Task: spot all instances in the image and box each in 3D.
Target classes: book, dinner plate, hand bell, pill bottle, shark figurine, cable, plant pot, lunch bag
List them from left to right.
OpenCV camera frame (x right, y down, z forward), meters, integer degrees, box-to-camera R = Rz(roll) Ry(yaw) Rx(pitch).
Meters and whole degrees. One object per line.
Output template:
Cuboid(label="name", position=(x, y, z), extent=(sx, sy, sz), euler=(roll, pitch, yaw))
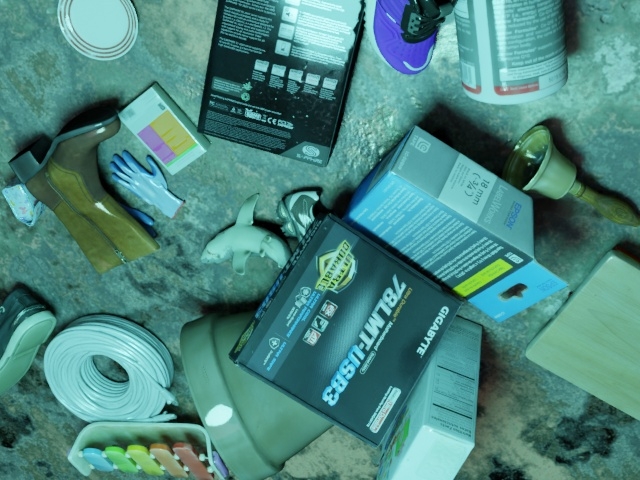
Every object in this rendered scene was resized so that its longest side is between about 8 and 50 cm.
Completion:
Cuboid(label="lunch bag", position=(-0.539, -0.077, 1.886), extent=(0.053, 0.071, 0.083), euler=(-13, 113, 16))
Cuboid(label="dinner plate", position=(-0.371, -0.371, 1.707), extent=(0.141, 0.017, 0.141), euler=(5, 121, 8))
Cuboid(label="cable", position=(-0.424, 0.263, 2.054), extent=(0.257, 0.089, 0.257), euler=(-15, 116, 22))
Cuboid(label="book", position=(-0.275, -0.193, 1.785), extent=(0.096, 0.035, 0.144), euler=(-31, 109, 29))
Cuboid(label="shark figurine", position=(-0.082, 0.032, 1.821), extent=(0.116, 0.278, 0.166), euler=(26, 96, -48))
Cuboid(label="plant pot", position=(-0.062, 0.242, 1.862), extent=(0.280, 0.323, 0.323), euler=(-25, 113, 7))
Cuboid(label="pill bottle", position=(0.274, -0.358, 1.492), extent=(0.161, 0.161, 0.283), euler=(-3, 119, 14))
Cuboid(label="hand bell", position=(0.430, -0.079, 1.673), extent=(0.242, 0.126, 0.126), euler=(26, 123, -17))

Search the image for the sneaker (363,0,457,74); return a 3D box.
Cuboid(label="sneaker", position=(0.141, -0.345, 1.486), extent=(0.102, 0.146, 0.293), euler=(-31, 138, -17))

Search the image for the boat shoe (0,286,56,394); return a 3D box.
Cuboid(label="boat shoe", position=(-0.655, 0.217, 2.066), extent=(0.113, 0.127, 0.340), euler=(52, 129, 14))

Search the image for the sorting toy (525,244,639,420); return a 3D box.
Cuboid(label="sorting toy", position=(0.536, 0.154, 1.782), extent=(0.257, 0.089, 0.255), euler=(29, 122, -6))

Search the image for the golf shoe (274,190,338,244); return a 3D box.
Cuboid(label="golf shoe", position=(0.000, 0.000, 1.814), extent=(0.094, 0.077, 0.198), euler=(-20, 115, 22))

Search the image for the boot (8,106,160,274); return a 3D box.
Cuboid(label="boot", position=(-0.385, -0.079, 1.814), extent=(0.264, 0.096, 0.280), euler=(-26, 112, 25))

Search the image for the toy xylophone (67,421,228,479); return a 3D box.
Cuboid(label="toy xylophone", position=(-0.337, 0.442, 2.088), extent=(0.323, 0.081, 0.236), euler=(-5, 148, 16))

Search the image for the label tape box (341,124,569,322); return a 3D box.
Cuboid(label="label tape box", position=(0.228, -0.019, 1.676), extent=(0.334, 0.106, 0.240), euler=(31, 154, -7))

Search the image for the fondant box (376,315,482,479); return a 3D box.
Cuboid(label="fondant box", position=(0.192, 0.315, 1.809), extent=(0.096, 0.330, 0.238), euler=(22, 123, -1))

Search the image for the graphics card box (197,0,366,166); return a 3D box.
Cuboid(label="graphics card box", position=(-0.053, -0.318, 1.626), extent=(0.233, 0.094, 0.371), euler=(15, 121, 2))

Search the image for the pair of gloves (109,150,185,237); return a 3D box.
Cuboid(label="pair of gloves", position=(-0.346, -0.071, 1.877), extent=(0.159, 0.023, 0.198), euler=(39, 121, -12))

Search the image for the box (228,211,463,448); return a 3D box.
Cuboid(label="box", position=(0.046, 0.151, 1.714), extent=(0.293, 0.073, 0.295), euler=(34, 84, -14))
